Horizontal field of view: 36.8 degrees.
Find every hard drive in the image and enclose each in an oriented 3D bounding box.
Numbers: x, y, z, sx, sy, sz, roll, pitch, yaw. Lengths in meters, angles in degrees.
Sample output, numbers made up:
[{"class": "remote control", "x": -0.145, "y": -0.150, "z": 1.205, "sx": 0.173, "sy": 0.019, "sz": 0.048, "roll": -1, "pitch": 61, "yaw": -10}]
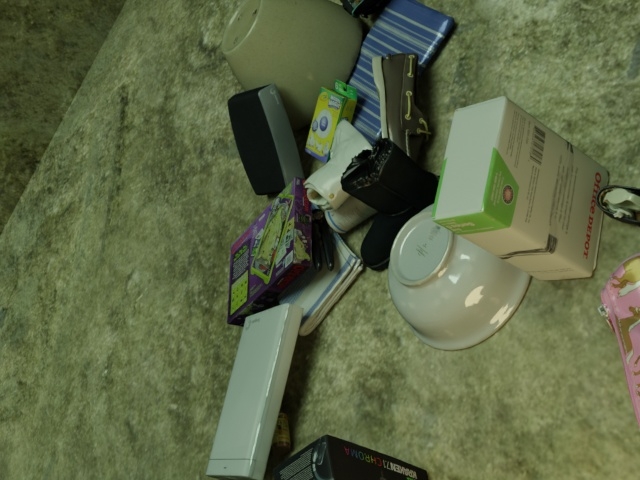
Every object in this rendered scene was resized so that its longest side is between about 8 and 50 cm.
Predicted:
[{"class": "hard drive", "x": -0.131, "y": -0.228, "z": 2.250, "sx": 0.172, "sy": 0.054, "sz": 0.254, "roll": -4, "pitch": 106, "yaw": 49}, {"class": "hard drive", "x": -0.138, "y": 0.316, "z": 1.990, "sx": 0.233, "sy": 0.047, "sz": 0.352, "roll": -24, "pitch": 48, "yaw": 61}]

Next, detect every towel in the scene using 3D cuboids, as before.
[{"class": "towel", "x": -0.026, "y": 0.054, "z": 2.079, "sx": 0.209, "sy": 0.034, "sz": 0.285, "roll": -52, "pitch": 36, "yaw": 13}, {"class": "towel", "x": 0.149, "y": -0.382, "z": 2.158, "sx": 0.336, "sy": 0.040, "sz": 0.243, "roll": -58, "pitch": 38, "yaw": 9}]

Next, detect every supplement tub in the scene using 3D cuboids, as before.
[{"class": "supplement tub", "x": 0.068, "y": -0.068, "z": 2.013, "sx": 0.107, "sy": 0.071, "sz": 0.071, "roll": -34, "pitch": 44, "yaw": 33}]

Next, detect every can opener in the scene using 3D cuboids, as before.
[{"class": "can opener", "x": 0.000, "y": 0.000, "z": 2.011, "sx": 0.059, "sy": 0.073, "sz": 0.186, "roll": -12, "pitch": 39, "yaw": -6}]

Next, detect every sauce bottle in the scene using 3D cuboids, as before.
[{"class": "sauce bottle", "x": -0.085, "y": 0.369, "z": 1.937, "sx": 0.042, "sy": 0.042, "sz": 0.128, "roll": -39, "pitch": 42, "yaw": 29}]

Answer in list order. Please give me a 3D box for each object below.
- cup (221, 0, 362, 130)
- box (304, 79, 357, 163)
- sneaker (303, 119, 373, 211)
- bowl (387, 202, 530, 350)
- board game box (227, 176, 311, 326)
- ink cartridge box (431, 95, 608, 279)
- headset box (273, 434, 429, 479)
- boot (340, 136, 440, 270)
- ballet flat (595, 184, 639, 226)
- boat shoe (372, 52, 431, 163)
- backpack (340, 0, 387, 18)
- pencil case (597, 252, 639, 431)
[{"class": "cup", "x": -0.094, "y": -0.462, "z": 2.296, "sx": 0.331, "sy": 0.237, "sz": 0.331, "roll": -37, "pitch": 39, "yaw": 37}, {"class": "box", "x": 0.026, "y": -0.270, "z": 2.174, "sx": 0.105, "sy": 0.043, "sz": 0.179, "roll": 35, "pitch": 113, "yaw": 52}, {"class": "sneaker", "x": 0.029, "y": -0.154, "z": 2.004, "sx": 0.169, "sy": 0.108, "sz": 0.292, "roll": -41, "pitch": 14, "yaw": 4}, {"class": "bowl", "x": 0.219, "y": 0.037, "z": 1.708, "sx": 0.298, "sy": 0.134, "sz": 0.297, "roll": -29, "pitch": 48, "yaw": 37}, {"class": "board game box", "x": -0.115, "y": 0.032, "z": 2.102, "sx": 0.347, "sy": 0.056, "sz": 0.208, "roll": -42, "pitch": 45, "yaw": 52}, {"class": "ink cartridge box", "x": 0.324, "y": -0.074, "z": 1.534, "sx": 0.115, "sy": 0.273, "sz": 0.198, "roll": -10, "pitch": 60, "yaw": 50}, {"class": "headset box", "x": 0.072, "y": 0.482, "z": 1.497, "sx": 0.131, "sy": 0.246, "sz": 0.283, "roll": -40, "pitch": 41, "yaw": 28}, {"class": "boot", "x": 0.109, "y": -0.070, "z": 1.848, "sx": 0.246, "sy": 0.207, "sz": 0.094, "roll": -46, "pitch": 39, "yaw": 22}, {"class": "ballet flat", "x": 0.503, "y": -0.048, "z": 1.469, "sx": 0.203, "sy": 0.074, "sz": 0.074, "roll": 22, "pitch": 85, "yaw": 54}, {"class": "boat shoe", "x": 0.173, "y": -0.246, "z": 1.970, "sx": 0.097, "sy": 0.116, "sz": 0.324, "roll": -10, "pitch": 62, "yaw": 9}, {"class": "backpack", "x": 0.127, "y": -0.620, "z": 2.217, "sx": 0.188, "sy": 0.166, "sz": 0.144, "roll": -32, "pitch": 88, "yaw": 25}, {"class": "pencil case", "x": 0.484, "y": 0.202, "z": 1.255, "sx": 0.167, "sy": 0.160, "sz": 0.386, "roll": -40, "pitch": 41, "yaw": 40}]
